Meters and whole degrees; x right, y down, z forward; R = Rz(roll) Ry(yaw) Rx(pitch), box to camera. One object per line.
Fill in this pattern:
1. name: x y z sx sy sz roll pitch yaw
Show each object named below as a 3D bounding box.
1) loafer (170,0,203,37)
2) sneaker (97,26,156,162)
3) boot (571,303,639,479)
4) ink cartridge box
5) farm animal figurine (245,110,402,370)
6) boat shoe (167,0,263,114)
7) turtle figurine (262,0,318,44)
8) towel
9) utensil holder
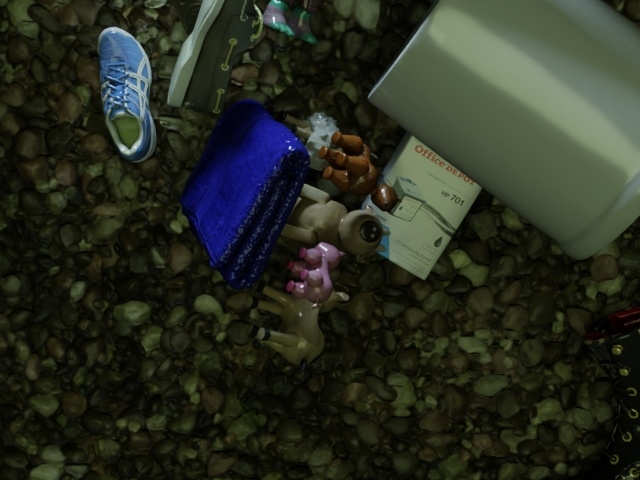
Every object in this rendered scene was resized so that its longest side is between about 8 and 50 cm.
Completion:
1. loafer: -0.195 -0.359 1.937 0.056 0.050 0.148 -25 116 14
2. sneaker: -0.295 -0.221 1.948 0.080 0.081 0.211 -12 99 5
3. boot: 0.480 0.270 1.997 0.377 0.138 0.284 -24 101 2
4. ink cartridge box: 0.150 -0.059 1.971 0.140 0.082 0.190 30 102 -4
5. farm animal figurine: 0.000 0.000 1.877 0.172 0.327 0.330 22 99 -30
6. boat shoe: -0.138 -0.312 1.874 0.091 0.109 0.305 17 129 -15
7. turtle figurine: -0.004 -0.414 1.892 0.175 0.118 0.234 12 107 -43
8. towel: -0.122 -0.078 1.860 0.076 0.308 0.227 20 101 -23
9. utensil holder: 0.305 -0.209 1.817 0.385 0.327 0.327 35 100 -3
